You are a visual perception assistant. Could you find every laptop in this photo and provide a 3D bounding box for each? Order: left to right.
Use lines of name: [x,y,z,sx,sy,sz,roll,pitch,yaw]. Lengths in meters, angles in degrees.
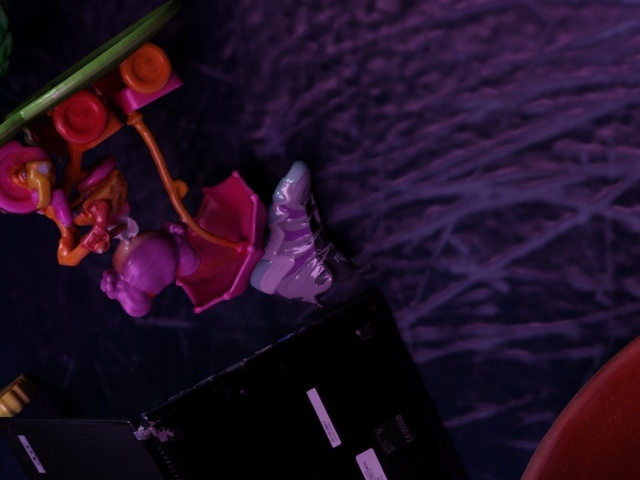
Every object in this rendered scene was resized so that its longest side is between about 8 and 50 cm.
laptop: [-0.048,0.176,0.827,0.264,0.136,0.234,-28,109,-7]

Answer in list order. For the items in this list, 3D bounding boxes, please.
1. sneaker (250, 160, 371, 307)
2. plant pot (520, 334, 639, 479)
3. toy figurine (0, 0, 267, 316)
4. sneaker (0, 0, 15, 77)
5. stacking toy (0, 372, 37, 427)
sneaker: [0.000,0.000,0.732,0.069,0.038,0.098,21,131,6]
plant pot: [0.280,0.193,0.614,0.272,0.272,0.265,-32,110,30]
toy figurine: [-0.104,-0.023,0.678,0.159,0.173,0.130,56,153,-15]
sneaker: [-0.260,-0.057,0.663,0.134,0.146,0.344,24,141,4]
stacking toy: [-0.333,0.105,0.896,0.221,0.052,0.167,-34,102,31]
